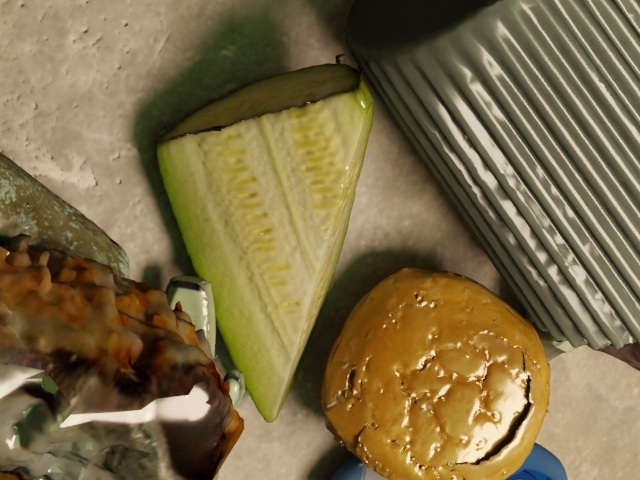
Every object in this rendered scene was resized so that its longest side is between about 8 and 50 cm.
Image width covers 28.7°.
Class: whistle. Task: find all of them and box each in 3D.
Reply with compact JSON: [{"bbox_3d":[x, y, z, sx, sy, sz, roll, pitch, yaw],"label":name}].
[{"bbox_3d":[-0.119,0.143,1.087,0.114,0.077,0.236,9,106,14],"label":"whistle"}]

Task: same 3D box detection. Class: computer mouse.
[{"bbox_3d":[0.231,0.069,1.207,0.056,0.182,0.089,30,84,4],"label":"computer mouse"}]

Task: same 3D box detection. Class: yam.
[{"bbox_3d":[-0.232,0.008,0.966,0.194,0.107,0.107,39,87,-32],"label":"yam"}]

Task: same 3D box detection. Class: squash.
[{"bbox_3d":[0.000,0.000,1.068,0.203,0.111,0.289,-12,115,23],"label":"squash"}]

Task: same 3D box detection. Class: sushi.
[{"bbox_3d":[-0.269,0.167,0.909,0.417,0.176,0.417,-7,130,-8],"label":"sushi"}]

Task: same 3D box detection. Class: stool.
[{"bbox_3d":[0.213,-0.124,1.051,0.297,0.297,0.330,-45,117,-7],"label":"stool"}]

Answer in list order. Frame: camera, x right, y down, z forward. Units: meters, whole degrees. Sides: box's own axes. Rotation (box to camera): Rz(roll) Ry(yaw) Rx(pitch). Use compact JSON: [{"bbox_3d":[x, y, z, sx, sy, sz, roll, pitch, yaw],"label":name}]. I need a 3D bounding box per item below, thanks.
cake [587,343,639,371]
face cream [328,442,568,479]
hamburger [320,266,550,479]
[{"bbox_3d":[0.451,0.035,1.252,0.237,0.230,0.309,29,92,-33],"label":"cake"},{"bbox_3d":[0.120,0.258,1.244,0.264,0.083,0.149,5,101,-28],"label":"face cream"},{"bbox_3d":[0.108,0.130,1.147,0.214,0.108,0.214,0,86,-1],"label":"hamburger"}]
